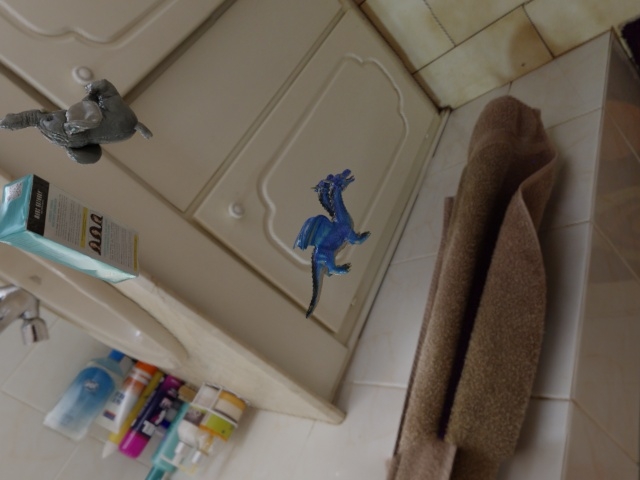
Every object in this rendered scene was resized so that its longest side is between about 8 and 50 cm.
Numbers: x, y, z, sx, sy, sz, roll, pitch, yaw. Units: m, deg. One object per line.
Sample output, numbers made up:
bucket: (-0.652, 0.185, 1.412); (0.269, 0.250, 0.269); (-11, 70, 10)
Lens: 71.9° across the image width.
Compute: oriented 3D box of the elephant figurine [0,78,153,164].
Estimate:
elephant figurine: (-0.578, -0.269, 1.061); (0.186, 0.239, 0.169); (4, 130, 31)

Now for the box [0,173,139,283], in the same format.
box: (-0.419, -0.008, 0.765); (0.060, 0.101, 0.244); (-17, 154, 13)

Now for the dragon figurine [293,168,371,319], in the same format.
dragon figurine: (0.000, 0.000, 0.872); (0.144, 0.289, 0.085); (35, 170, -14)
